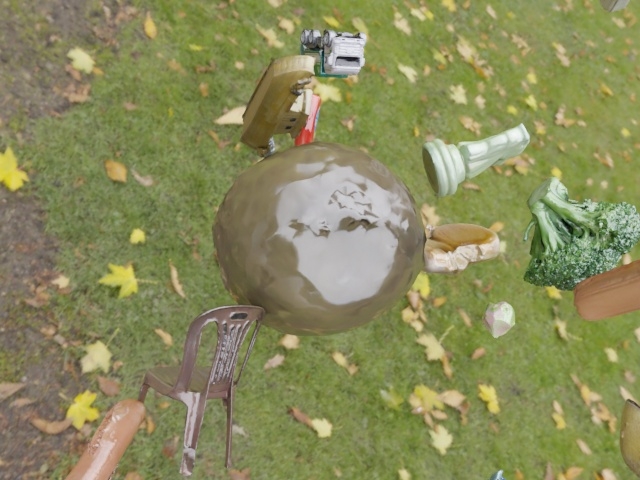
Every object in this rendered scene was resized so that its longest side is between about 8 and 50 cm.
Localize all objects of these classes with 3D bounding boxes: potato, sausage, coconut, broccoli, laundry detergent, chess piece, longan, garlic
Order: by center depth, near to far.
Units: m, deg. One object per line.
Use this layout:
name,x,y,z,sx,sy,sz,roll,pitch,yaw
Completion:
sausage,-0.373,0.367,1.095,0.078,0.078,0.304,40,28,-9
sausage,0.565,0.071,1.108,0.086,0.289,0.086,16,61,-32
potato,0.680,0.433,1.309,0.202,0.117,0.182,41,5,13
broccoli,0.524,-0.013,1.336,0.241,0.261,0.269,43,44,-8
longan,-0.007,-0.004,1.339,0.404,0.436,0.404,-14,90,-78
laundry detergent,-0.038,-0.262,1.540,0.049,0.165,0.097,11,-3,-6
coconut,0.428,0.185,1.550,0.083,0.082,0.081,2,53,-50
garlic,0.345,0.027,1.651,0.228,0.217,0.110,-104,-179,-70
chess piece,0.456,-0.244,1.869,0.176,0.298,0.175,-18,90,-89

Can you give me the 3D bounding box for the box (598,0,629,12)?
box,0.315,-0.351,0.662,0.285,0.044,0.142,13,62,-79

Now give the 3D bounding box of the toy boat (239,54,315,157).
toy boat,-0.079,-0.277,1.343,0.121,0.321,0.089,15,65,-17

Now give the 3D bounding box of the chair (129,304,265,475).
chair,-0.238,0.260,1.247,0.183,0.326,0.176,15,4,41

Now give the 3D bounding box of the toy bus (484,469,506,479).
toy bus,0.405,0.644,1.309,0.312,0.190,0.152,42,40,1

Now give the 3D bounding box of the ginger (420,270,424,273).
ginger,0.324,0.060,2.007,0.057,0.044,0.137,30,71,17

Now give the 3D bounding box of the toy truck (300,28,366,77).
toy truck,0.025,-0.482,1.662,0.114,0.124,0.253,-4,20,-21
